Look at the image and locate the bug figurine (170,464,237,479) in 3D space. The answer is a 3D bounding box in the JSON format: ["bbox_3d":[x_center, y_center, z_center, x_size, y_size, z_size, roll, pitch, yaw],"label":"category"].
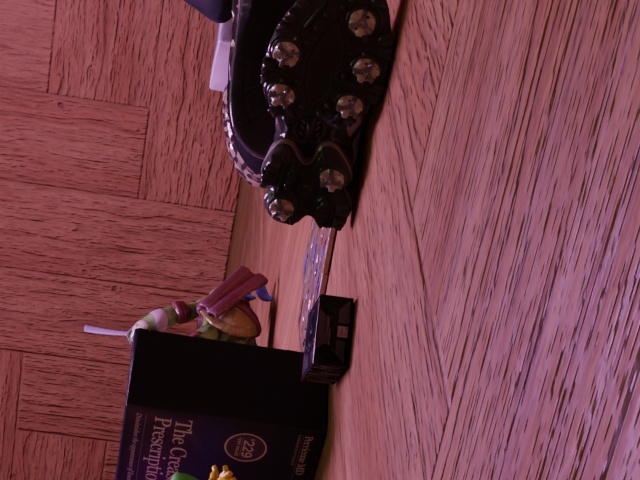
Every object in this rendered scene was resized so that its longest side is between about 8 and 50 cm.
[{"bbox_3d":[-0.079,0.297,1.265,0.216,0.072,0.279,65,165,6],"label":"bug figurine"}]

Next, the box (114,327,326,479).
[{"bbox_3d":[-0.105,0.216,1.440,0.103,0.184,0.261,-91,10,-46],"label":"box"}]

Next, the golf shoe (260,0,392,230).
[{"bbox_3d":[0.001,-0.138,1.324,0.120,0.105,0.273,-78,1,-47],"label":"golf shoe"}]

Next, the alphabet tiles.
[{"bbox_3d":[0.000,0.000,1.585,0.198,0.009,0.237,-99,18,-70],"label":"alphabet tiles"}]

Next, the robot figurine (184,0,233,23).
[{"bbox_3d":[-0.104,-0.391,1.706,0.209,0.173,0.278,-86,7,-46],"label":"robot figurine"}]

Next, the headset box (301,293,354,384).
[{"bbox_3d":[0.005,0.087,1.292,0.083,0.032,0.062,121,156,-72],"label":"headset box"}]

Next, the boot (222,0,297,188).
[{"bbox_3d":[-0.031,-0.243,1.632,0.284,0.138,0.377,117,160,-79],"label":"boot"}]

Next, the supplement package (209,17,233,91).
[{"bbox_3d":[-0.057,-0.321,1.940,0.134,0.139,0.244,114,164,-66],"label":"supplement package"}]

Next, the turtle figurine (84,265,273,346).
[{"bbox_3d":[-0.167,0.179,2.082,0.198,0.275,0.266,64,180,-18],"label":"turtle figurine"}]
